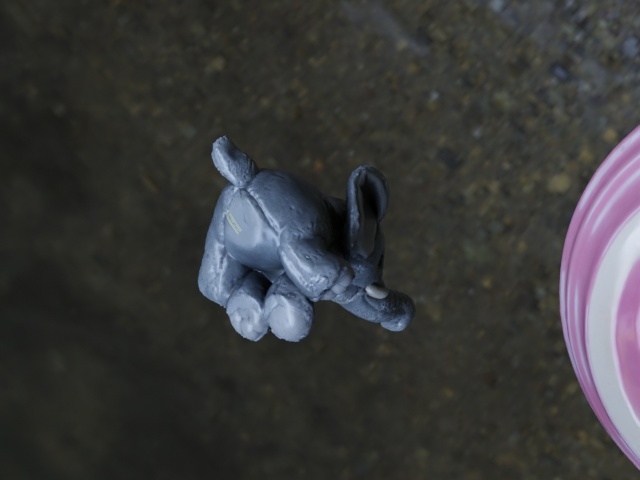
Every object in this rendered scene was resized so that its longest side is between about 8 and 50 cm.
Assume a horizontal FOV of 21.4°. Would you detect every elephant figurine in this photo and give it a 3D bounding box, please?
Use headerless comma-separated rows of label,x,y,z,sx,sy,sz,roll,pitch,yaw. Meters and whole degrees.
elephant figurine,0.000,0.000,1.645,0.169,0.239,0.186,36,121,23

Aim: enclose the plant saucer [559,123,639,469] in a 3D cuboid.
plant saucer,0.299,0.061,1.071,0.332,0.084,0.332,13,116,28
